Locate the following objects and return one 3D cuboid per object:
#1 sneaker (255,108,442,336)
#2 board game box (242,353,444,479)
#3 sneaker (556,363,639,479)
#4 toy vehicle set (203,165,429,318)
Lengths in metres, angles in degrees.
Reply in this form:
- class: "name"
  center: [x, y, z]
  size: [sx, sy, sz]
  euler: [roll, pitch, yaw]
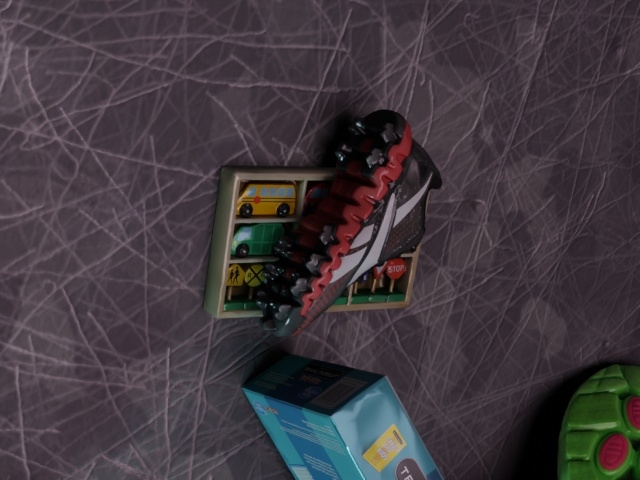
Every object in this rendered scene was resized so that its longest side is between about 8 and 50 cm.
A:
- class: "sneaker"
  center: [0.040, -0.001, 1.327]
  size: [0.135, 0.097, 0.276]
  euler: [36, 84, -34]
- class: "board game box"
  center: [0.066, 0.294, 1.341]
  size: [0.079, 0.254, 0.336]
  euler: [-34, 103, -20]
- class: "sneaker"
  center: [0.382, 0.380, 1.641]
  size: [0.202, 0.185, 0.483]
  euler: [97, 13, -58]
- class: "toy vehicle set"
  center: [0.000, 0.000, 1.386]
  size: [0.267, 0.035, 0.166]
  euler: [-2, 107, -33]
